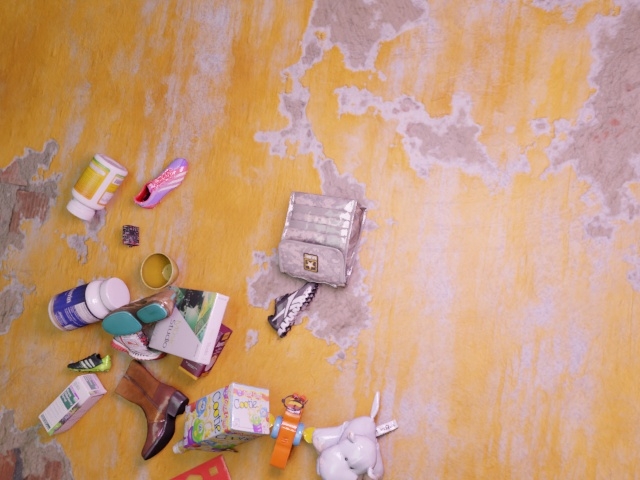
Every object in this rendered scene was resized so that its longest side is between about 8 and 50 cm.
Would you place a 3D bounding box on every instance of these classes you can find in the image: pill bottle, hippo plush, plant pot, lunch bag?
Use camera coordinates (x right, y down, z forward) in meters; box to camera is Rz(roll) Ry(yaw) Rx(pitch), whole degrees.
[{"bbox_3d":[-0.477,0.722,1.816,0.083,0.043,0.043,-28,76,13],"label":"pill bottle"},{"bbox_3d":[0.113,0.646,1.518,0.294,0.236,0.234,-30,89,0],"label":"hippo plush"},{"bbox_3d":[-0.577,0.116,1.900,0.135,0.095,0.134,-3,81,17],"label":"plant pot"},{"bbox_3d":[0.000,0.000,1.694,0.236,0.169,0.286,10,85,20],"label":"lunch bag"},{"bbox_3d":[-0.880,-0.206,2.015,0.136,0.136,0.245,37,95,18],"label":"pill bottle"},{"bbox_3d":[-0.871,0.238,1.946,0.265,0.153,0.153,-19,78,13],"label":"pill bottle"}]

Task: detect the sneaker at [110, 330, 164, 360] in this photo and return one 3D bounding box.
[{"bbox_3d":[-0.674,0.380,1.900,0.226,0.088,0.092,18,87,19],"label":"sneaker"}]

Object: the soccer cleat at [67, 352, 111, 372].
[{"bbox_3d":[-0.883,0.469,1.974,0.179,0.060,0.072,-3,72,11],"label":"soccer cleat"}]

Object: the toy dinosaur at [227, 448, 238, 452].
[{"bbox_3d":[-0.345,0.721,1.778,0.082,0.047,0.090,-41,83,27],"label":"toy dinosaur"}]

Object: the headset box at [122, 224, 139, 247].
[{"bbox_3d":[-0.730,-0.014,1.982,0.032,0.062,0.083,-5,82,17],"label":"headset box"}]

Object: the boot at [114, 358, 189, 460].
[{"bbox_3d":[-0.647,0.609,1.857,0.281,0.096,0.263,26,91,20],"label":"boot"}]

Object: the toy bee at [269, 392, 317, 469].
[{"bbox_3d":[-0.083,0.586,1.672,0.195,0.162,0.298,37,114,-4],"label":"toy bee"}]

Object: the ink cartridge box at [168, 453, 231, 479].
[{"bbox_3d":[-0.418,0.921,1.760,0.297,0.066,0.261,-30,76,11],"label":"ink cartridge box"}]

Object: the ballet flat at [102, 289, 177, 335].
[{"bbox_3d":[-0.638,0.249,1.850,0.343,0.124,0.116,-24,112,30],"label":"ballet flat"}]

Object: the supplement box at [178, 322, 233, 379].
[{"bbox_3d":[-0.400,0.380,1.802,0.081,0.104,0.188,30,92,13],"label":"supplement box"}]

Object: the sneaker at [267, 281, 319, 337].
[{"bbox_3d":[-0.101,0.210,1.748,0.106,0.078,0.234,37,97,16],"label":"sneaker"}]

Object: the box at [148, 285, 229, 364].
[{"bbox_3d":[-0.458,0.283,1.770,0.322,0.059,0.232,1,71,43],"label":"box"}]

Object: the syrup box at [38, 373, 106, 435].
[{"bbox_3d":[-0.936,0.618,1.946,0.237,0.096,0.093,-44,72,9],"label":"syrup box"}]

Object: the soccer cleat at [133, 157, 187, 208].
[{"bbox_3d":[-0.603,-0.218,1.952,0.248,0.095,0.083,-45,73,8],"label":"soccer cleat"}]

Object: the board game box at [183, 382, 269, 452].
[{"bbox_3d":[-0.304,0.576,1.656,0.275,0.144,0.141,-34,46,36],"label":"board game box"}]
